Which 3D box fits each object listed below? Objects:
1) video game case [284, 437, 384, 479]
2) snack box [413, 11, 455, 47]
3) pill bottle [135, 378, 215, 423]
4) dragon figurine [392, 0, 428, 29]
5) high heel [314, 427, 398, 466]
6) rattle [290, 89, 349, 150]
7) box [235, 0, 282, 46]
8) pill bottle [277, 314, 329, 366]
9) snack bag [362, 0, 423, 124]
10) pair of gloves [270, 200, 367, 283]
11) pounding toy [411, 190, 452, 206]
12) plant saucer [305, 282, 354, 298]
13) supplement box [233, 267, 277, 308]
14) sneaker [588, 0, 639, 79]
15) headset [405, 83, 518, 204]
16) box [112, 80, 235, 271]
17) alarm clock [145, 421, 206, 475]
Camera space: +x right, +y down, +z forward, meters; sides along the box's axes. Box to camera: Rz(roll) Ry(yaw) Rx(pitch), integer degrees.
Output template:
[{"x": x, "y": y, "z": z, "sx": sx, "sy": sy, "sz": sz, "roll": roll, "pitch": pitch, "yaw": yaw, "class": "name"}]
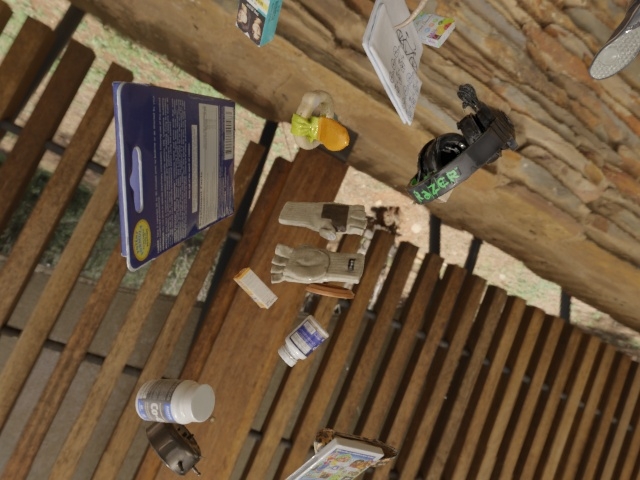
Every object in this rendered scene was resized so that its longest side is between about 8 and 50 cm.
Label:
[{"x": 0.007, "y": 0.281, "z": 0.497, "sx": 0.087, "sy": 0.122, "sz": 0.011, "roll": 33, "pitch": -161, "yaw": -36, "class": "video game case"}, {"x": 0.388, "y": -0.748, "z": 1.468, "sx": 0.141, "sy": 0.100, "sz": 0.037, "roll": 36, "pitch": 173, "yaw": 32, "class": "snack box"}, {"x": -0.273, "y": 0.304, "z": 0.784, "sx": 0.137, "sy": 0.078, "sz": 0.078, "roll": -8, "pitch": 158, "yaw": 27, "class": "pill bottle"}, {"x": 0.220, "y": -0.525, "z": 0.738, "sx": 0.085, "sy": 0.289, "sz": 0.144, "roll": 20, "pitch": -146, "yaw": 7, "class": "dragon figurine"}, {"x": 0.093, "y": 0.533, "z": 1.072, "sx": 0.186, "sy": 0.093, "sz": 0.261, "roll": -11, "pitch": 143, "yaw": 13, "class": "high heel"}, {"x": 0.036, "y": -0.240, "z": 0.889, "sx": 0.142, "sy": 0.130, "sz": 0.199, "roll": 11, "pitch": -179, "yaw": 25, "class": "rattle"}, {"x": -0.155, "y": -0.644, "z": 1.088, "sx": 0.100, "sy": 0.060, "sz": 0.244, "roll": 44, "pitch": 152, "yaw": 3, "class": "box"}, {"x": -0.069, "y": 0.389, "z": 1.596, "sx": 0.112, "sy": 0.186, "sz": 0.112, "roll": 47, "pitch": 176, "yaw": 5, "class": "pill bottle"}, {"x": 0.239, "y": -0.579, "z": 1.245, "sx": 0.037, "sy": 0.343, "sz": 0.323, "roll": -1, "pitch": 152, "yaw": 35, "class": "snack bag"}, {"x": 0.000, "y": 0.000, "z": 0.920, "sx": 0.204, "sy": 0.240, "sz": 0.042, "roll": 0, "pitch": 139, "yaw": 8, "class": "pair of gloves"}, {"x": 0.410, "y": -0.183, "z": 1.479, "sx": 0.094, "sy": 0.181, "sz": 0.206, "roll": 28, "pitch": -175, "yaw": 1, "class": "pounding toy"}, {"x": 0.016, "y": 0.083, "z": 0.695, "sx": 0.083, "sy": 0.013, "sz": 0.083, "roll": 9, "pitch": 180, "yaw": 0, "class": "plant saucer"}, {"x": -0.151, "y": 0.111, "z": 0.960, "sx": 0.098, "sy": 0.036, "sz": 0.062, "roll": 48, "pitch": 159, "yaw": -10, "class": "supplement box"}, {"x": 0.826, "y": -0.554, "z": 1.114, "sx": 0.086, "sy": 0.163, "sz": 0.226, "roll": 34, "pitch": 138, "yaw": 6, "class": "sneaker"}, {"x": 0.324, "y": -0.238, "z": 0.969, "sx": 0.185, "sy": 0.394, "sz": 0.243, "roll": 50, "pitch": 142, "yaw": -5, "class": "headset"}, {"x": -0.133, "y": -0.069, "z": 0.389, "sx": 0.036, "sy": 0.137, "sz": 0.225, "roll": 6, "pitch": -165, "yaw": 5, "class": "box"}, {"x": -0.328, "y": 0.427, "z": 0.908, "sx": 0.192, "sy": 0.064, "sz": 0.129, "roll": 37, "pitch": 158, "yaw": 24, "class": "alarm clock"}]
